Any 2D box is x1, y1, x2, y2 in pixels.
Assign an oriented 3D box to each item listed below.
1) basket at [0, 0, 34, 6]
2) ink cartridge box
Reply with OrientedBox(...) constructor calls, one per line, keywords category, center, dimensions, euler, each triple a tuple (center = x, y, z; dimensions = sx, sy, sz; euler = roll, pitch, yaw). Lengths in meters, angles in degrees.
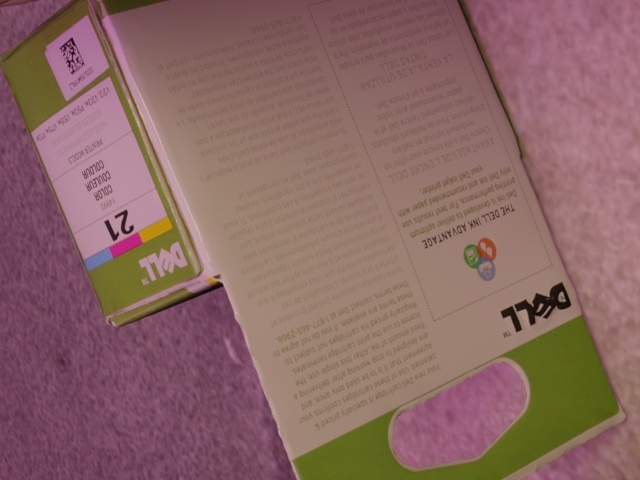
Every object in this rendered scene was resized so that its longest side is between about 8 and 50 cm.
OrientedBox(category="basket", center=(0.003, -0.238, 0.461), dimensions=(0.328, 0.331, 0.266), euler=(-5, 103, 56))
OrientedBox(category="ink cartridge box", center=(0.000, 0.000, 0.704), dimensions=(0.097, 0.189, 0.255), euler=(-22, 89, 52))
